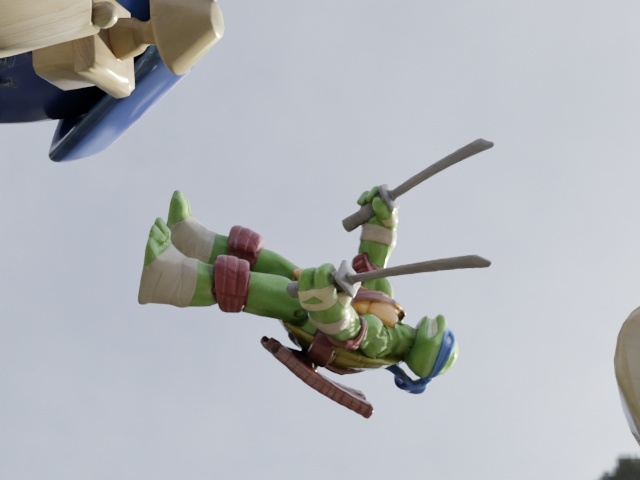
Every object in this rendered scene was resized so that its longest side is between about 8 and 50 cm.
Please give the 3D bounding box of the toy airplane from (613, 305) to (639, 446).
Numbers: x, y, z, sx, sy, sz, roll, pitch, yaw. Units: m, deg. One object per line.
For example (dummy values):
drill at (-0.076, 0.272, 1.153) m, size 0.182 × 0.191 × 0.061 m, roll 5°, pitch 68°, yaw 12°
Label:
toy airplane at (0.340, 0.048, 0.386) m, size 0.384 × 0.386 × 0.272 m, roll -42°, pitch -30°, yaw 3°

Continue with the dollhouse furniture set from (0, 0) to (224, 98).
dollhouse furniture set at (-0.082, -0.243, 0.567) m, size 0.173 × 0.303 × 0.355 m, roll -9°, pitch -13°, yaw 14°

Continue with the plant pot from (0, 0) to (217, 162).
plant pot at (-0.183, -0.198, 0.908) m, size 0.212 × 0.236 × 0.236 m, roll 24°, pitch -27°, yaw -21°

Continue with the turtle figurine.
turtle figurine at (0.000, 0.000, 1.123) m, size 0.266 × 0.198 × 0.275 m, roll 13°, pitch -38°, yaw 2°
